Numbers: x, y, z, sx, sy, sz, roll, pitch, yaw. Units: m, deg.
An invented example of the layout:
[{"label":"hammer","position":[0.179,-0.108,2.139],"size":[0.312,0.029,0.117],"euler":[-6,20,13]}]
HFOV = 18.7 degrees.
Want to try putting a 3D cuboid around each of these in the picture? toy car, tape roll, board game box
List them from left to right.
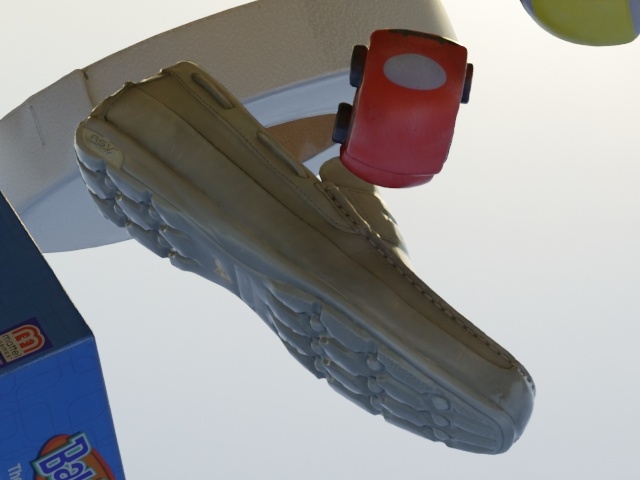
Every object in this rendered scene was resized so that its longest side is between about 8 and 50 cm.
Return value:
[{"label":"board game box","position":[-0.135,0.035,0.743],"size":[0.047,0.160,0.210],"euler":[-23,-133,-18]},{"label":"tape roll","position":[-0.075,-0.091,1.507],"size":[0.392,0.072,0.392],"euler":[-20,173,-3]},{"label":"toy car","position":[0.036,-0.123,0.898],"size":[0.239,0.225,0.053],"euler":[-34,-147,36]}]

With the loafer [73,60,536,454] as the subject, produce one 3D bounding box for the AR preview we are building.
[{"label":"loafer","position":[0.000,0.000,1.101],"size":[0.319,0.112,0.111],"euler":[37,-113,20]}]
